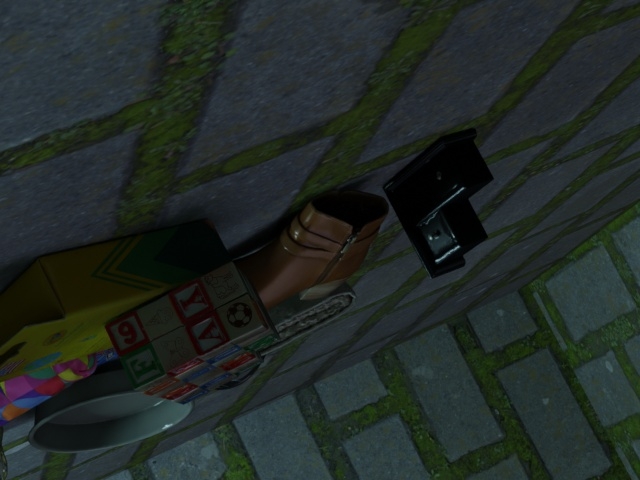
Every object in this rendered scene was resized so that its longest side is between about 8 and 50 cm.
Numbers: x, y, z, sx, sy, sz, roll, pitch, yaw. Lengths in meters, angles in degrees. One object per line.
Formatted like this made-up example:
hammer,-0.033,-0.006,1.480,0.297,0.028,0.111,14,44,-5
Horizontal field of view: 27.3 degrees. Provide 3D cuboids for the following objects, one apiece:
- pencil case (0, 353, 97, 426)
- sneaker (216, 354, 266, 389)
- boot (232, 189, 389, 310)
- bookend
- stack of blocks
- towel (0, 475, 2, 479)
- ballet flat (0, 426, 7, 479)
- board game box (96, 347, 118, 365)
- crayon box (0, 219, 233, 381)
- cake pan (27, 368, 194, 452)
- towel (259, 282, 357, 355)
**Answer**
pencil case,-0.402,0.180,1.736,0.236,0.104,0.104,-31,168,19
sneaker,-0.220,0.240,2.437,0.267,0.101,0.106,-27,167,0
boot,-0.048,0.024,1.845,0.284,0.109,0.220,-6,151,-30
bookend,0.188,-0.051,1.886,0.072,0.157,0.156,-18,167,-38
stack of blocks,-0.146,0.125,1.676,0.171,0.087,0.297,-27,168,0
towel,-0.512,0.255,1.480,0.121,0.235,0.284,-39,165,35
ballet flat,-0.568,0.366,2.173,0.123,0.123,0.348,-23,168,-17
board game box,-0.340,0.149,1.927,0.145,0.027,0.281,-21,168,-18
crayon box,-0.282,0.077,1.583,0.319,0.081,0.202,-15,164,-48
cake pan,-0.368,0.297,2.303,0.293,0.054,0.293,-14,157,-6
towel,-0.092,0.113,2.064,0.282,0.049,0.187,-27,-154,-3
